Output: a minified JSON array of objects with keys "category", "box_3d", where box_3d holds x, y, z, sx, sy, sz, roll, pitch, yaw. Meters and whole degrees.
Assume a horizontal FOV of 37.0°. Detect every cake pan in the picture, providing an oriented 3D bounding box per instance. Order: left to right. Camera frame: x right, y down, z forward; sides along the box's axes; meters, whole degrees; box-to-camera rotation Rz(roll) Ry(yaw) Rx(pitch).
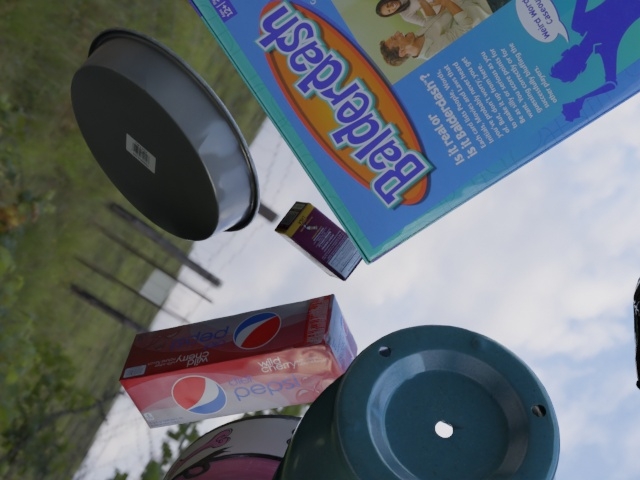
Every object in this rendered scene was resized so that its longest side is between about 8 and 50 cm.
[{"category":"cake pan","box_3d":[-0.198,-0.116,1.159,0.054,0.293,0.293,-42,-171,-30]}]

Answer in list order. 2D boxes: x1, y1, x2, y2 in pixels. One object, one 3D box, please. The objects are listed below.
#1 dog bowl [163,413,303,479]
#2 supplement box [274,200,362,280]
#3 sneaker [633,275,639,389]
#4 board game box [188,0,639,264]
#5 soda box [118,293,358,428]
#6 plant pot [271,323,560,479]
[{"category":"dog bowl","box_3d":[-0.066,0.440,1.224,0.408,0.408,0.150,-51,171,14]},{"category":"supplement box","box_3d":[0.000,0.000,1.002,0.043,0.083,0.055,-52,-164,-7]},{"category":"sneaker","box_3d":[0.364,0.155,0.948,0.109,0.286,0.130,-19,178,36]},{"category":"board game box","box_3d":[0.065,-0.112,0.439,0.210,0.160,0.047,-32,-166,7]},{"category":"soda box","box_3d":[-0.094,0.145,1.120,0.263,0.092,0.083,-12,-145,17]},{"category":"plant pot","box_3d":[0.091,0.212,0.848,0.255,0.272,0.271,100,10,-53]}]
